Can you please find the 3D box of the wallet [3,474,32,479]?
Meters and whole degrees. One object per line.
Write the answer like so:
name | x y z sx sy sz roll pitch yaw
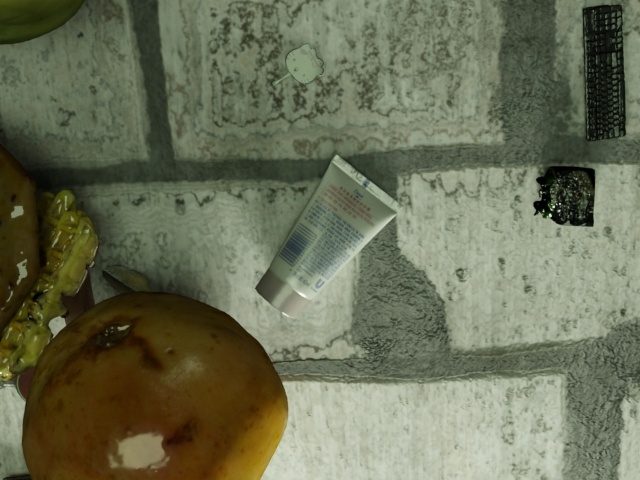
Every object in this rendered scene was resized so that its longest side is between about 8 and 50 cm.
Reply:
wallet | -0.498 0.528 1.390 0.124 0.042 0.230 -3 106 0

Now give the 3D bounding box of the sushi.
sushi | 0.368 -0.069 1.169 0.084 0.056 0.083 4 106 1

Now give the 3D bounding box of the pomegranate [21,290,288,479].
pomegranate | -0.236 0.276 1.144 0.409 0.410 0.411 1 106 3

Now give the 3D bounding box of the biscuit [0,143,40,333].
biscuit | -0.558 -0.003 1.137 0.358 0.046 0.360 -1 88 22

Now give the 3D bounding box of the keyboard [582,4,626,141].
keyboard | 0.417 -0.245 1.138 0.060 0.018 0.196 -8 106 2

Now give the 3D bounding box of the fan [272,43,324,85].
fan | -0.037 -0.256 1.164 0.083 0.004 0.056 -32 102 11

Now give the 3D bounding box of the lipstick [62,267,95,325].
lipstick | -0.399 0.072 1.254 0.045 0.045 0.146 -5 105 7

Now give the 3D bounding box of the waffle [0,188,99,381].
waffle | -0.447 0.070 1.173 0.309 0.065 0.283 -29 58 24

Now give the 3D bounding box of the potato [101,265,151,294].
potato | -0.307 0.071 1.259 0.093 0.036 0.037 30 143 13

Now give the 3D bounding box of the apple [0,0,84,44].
apple | -0.480 -0.447 0.912 0.473 0.474 0.474 1 106 3

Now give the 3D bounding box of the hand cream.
hand cream | 0.000 0.000 1.206 0.133 0.083 0.248 39 93 -8

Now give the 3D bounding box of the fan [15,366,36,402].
fan | -0.460 0.244 1.327 0.133 0.005 0.085 -17 104 9
